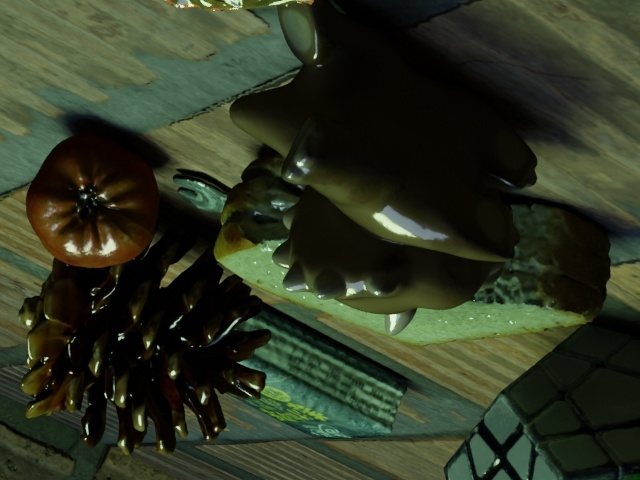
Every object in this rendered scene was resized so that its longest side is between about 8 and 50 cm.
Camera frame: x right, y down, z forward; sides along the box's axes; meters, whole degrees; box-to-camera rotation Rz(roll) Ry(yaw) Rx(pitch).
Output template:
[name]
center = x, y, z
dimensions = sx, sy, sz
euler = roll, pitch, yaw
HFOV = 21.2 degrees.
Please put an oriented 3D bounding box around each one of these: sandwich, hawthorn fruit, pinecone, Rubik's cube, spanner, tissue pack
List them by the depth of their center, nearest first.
[sandwich]
center = 0.065, 0.006, 1.426
dimensions = 0.254, 0.099, 0.288
euler = 28, 161, -23
[hawthorn fruit]
center = -0.202, -0.036, 1.581
dimensions = 0.125, 0.125, 0.140
euler = 10, -178, 31
[Rubik's cube]
center = 0.275, 0.236, 1.589
dimensions = 0.264, 0.319, 0.319
euler = -22, 140, 29
[spanner]
center = 0.000, 0.000, 1.617
dimensions = 0.302, 0.017, 0.071
euler = 22, 162, -2
[pinecone]
center = -0.173, 0.102, 1.715
dimensions = 0.264, 0.264, 0.264
euler = 19, 162, 6
[tissue pack]
center = -0.052, 0.153, 2.013
dimensions = 0.257, 0.081, 0.185
euler = 29, 161, -24

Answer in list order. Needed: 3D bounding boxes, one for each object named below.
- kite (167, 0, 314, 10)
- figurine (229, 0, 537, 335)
[kite]
center = -0.113, -0.234, 1.001
dimensions = 0.377, 0.013, 0.327
euler = 1, 150, 31
[figurine]
center = 0.028, -0.039, 1.215
dimensions = 0.247, 0.177, 0.173
euler = 20, 147, -37
